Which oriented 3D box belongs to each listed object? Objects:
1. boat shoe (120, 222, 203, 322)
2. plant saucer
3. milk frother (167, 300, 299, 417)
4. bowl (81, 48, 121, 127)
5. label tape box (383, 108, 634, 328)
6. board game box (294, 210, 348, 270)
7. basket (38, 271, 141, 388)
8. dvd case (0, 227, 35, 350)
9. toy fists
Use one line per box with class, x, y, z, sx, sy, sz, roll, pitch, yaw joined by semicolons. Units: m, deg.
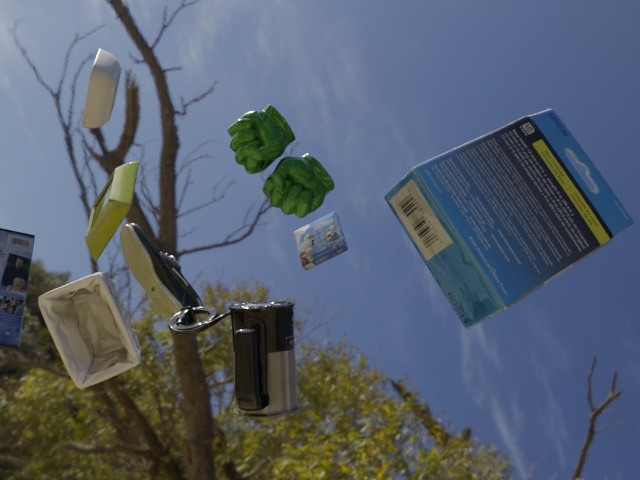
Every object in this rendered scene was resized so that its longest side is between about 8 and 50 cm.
boat shoe;-0.325;0.063;1.495;0.084;0.079;0.233;-33;-89;46
plant saucer;-0.492;-0.078;1.716;0.045;0.188;0.188;26;-58;-25
milk frother;-0.107;0.146;0.916;0.143;0.129;0.135;-2;-90;30
bowl;-0.445;-0.305;1.507;0.053;0.142;0.142;14;-60;-16
label tape box;0.310;-0.048;1.194;0.249;0.347;0.115;58;-34;10
board game box;0.000;0.000;1.369;0.090;0.090;0.020;-27;-44;12
basket;-0.377;0.142;1.229;0.103;0.113;0.167;-143;-149;-81
dvd case;-0.655;0.080;1.410;0.022;0.180;0.253;-42;-137;45
toy fists;-0.097;-0.178;1.694;0.279;0.142;0.096;51;-13;1
